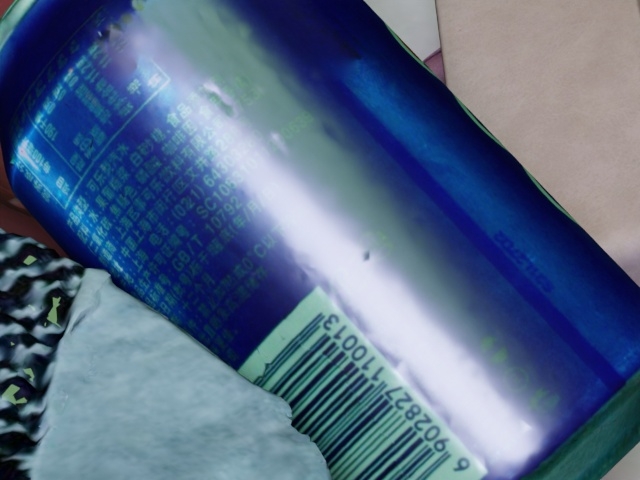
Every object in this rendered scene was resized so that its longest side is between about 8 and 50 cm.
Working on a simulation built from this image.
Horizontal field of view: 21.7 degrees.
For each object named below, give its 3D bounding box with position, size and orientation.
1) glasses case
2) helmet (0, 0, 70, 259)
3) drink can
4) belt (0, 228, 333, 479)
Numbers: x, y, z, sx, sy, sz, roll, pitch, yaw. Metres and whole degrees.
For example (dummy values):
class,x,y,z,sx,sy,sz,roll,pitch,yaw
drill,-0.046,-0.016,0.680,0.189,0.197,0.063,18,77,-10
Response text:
class,x,y,z,sx,sy,sz,roll,pitch,yaw
glasses case,0.082,-0.037,0.602,0.103,0.070,0.193,-21,46,18
helmet,-0.086,-0.068,0.592,0.155,0.106,0.175,14,77,-20
drink can,0.000,0.000,0.482,0.118,0.118,0.205,-37,80,-30
belt,-0.111,0.099,0.407,0.258,0.150,0.207,30,44,24
